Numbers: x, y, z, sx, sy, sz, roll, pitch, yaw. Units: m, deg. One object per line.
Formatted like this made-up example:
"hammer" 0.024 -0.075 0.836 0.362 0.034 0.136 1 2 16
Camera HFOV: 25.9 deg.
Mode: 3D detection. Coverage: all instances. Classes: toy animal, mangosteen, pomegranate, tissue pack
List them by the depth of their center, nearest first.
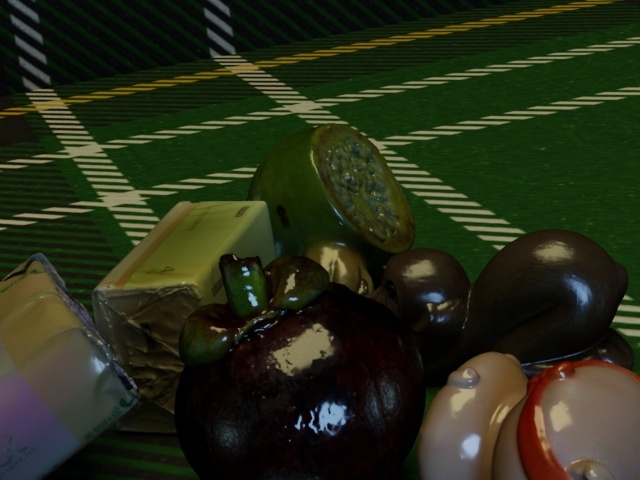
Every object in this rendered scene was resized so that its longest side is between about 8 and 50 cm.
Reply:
"toy animal" 0.179 0.163 1.071 0.197 0.171 0.171 6 23 46
"mangosteen" -0.016 0.117 1.169 0.216 0.216 0.216 -6 20 2
"tissue pack" -0.296 0.152 1.206 0.256 0.123 0.215 -41 27 -5
"tissue pack" -0.124 0.072 1.394 0.125 0.159 0.234 -2 20 17
"pomegranate" 0.007 -0.003 1.594 0.159 0.241 0.190 -35 -19 29

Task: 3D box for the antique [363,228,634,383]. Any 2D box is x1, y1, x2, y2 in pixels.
"antique" 0.169 0.063 1.359 0.256 0.143 0.121 -1 22 20
